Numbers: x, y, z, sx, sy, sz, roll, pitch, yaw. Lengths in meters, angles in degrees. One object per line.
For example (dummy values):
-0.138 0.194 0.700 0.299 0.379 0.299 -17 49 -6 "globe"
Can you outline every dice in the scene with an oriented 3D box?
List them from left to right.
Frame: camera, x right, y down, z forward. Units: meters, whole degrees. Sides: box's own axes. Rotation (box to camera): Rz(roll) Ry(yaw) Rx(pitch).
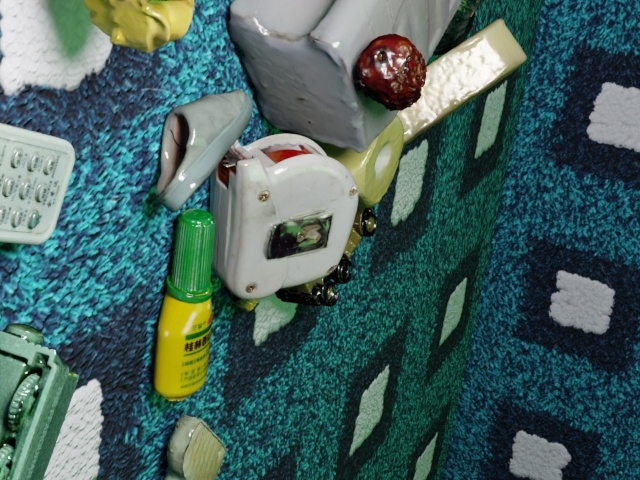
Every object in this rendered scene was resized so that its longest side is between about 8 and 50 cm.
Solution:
0.041 -0.165 1.881 0.169 0.169 0.166 -67 158 -10 "dice"

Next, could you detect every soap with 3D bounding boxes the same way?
0.060 -0.381 1.700 0.435 0.213 0.350 -60 158 -26 "soap"

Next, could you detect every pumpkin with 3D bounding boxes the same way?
0.238 -0.484 2.124 0.220 0.162 0.220 -57 166 -23 "pumpkin"

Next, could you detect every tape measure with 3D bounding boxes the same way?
-0.066 -0.043 1.678 0.265 0.130 0.258 -13 125 -29 "tape measure"

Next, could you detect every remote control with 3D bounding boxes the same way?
-0.375 -0.068 1.073 0.335 0.066 0.128 10 100 -69 "remote control"

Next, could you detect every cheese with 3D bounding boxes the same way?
0.222 -0.289 2.140 0.384 0.104 0.384 -34 -177 2 "cheese"

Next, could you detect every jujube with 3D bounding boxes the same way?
0.110 -0.242 1.528 0.166 0.104 0.104 15 93 -72 "jujube"

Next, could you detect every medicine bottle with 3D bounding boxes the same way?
-0.206 0.098 1.620 0.111 0.076 0.308 -37 139 -58 "medicine bottle"

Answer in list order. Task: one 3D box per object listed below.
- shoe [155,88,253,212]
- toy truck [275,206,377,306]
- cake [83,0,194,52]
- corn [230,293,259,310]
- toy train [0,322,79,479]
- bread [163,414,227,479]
-0.179 -0.146 1.479 0.100 0.103 0.251 43 41 -20 "shoe"
0.002 0.002 2.002 0.257 0.127 0.127 -56 140 -37 "toy truck"
-0.184 -0.365 1.091 0.227 0.222 0.286 -53 152 -36 "cake"
-0.103 0.023 1.823 0.203 0.072 0.072 -68 159 -7 "corn"
-0.389 0.259 1.234 0.178 0.139 0.330 52 56 -76 "toy train"
-0.223 0.381 1.826 0.172 0.064 0.232 -37 142 -57 "bread"
